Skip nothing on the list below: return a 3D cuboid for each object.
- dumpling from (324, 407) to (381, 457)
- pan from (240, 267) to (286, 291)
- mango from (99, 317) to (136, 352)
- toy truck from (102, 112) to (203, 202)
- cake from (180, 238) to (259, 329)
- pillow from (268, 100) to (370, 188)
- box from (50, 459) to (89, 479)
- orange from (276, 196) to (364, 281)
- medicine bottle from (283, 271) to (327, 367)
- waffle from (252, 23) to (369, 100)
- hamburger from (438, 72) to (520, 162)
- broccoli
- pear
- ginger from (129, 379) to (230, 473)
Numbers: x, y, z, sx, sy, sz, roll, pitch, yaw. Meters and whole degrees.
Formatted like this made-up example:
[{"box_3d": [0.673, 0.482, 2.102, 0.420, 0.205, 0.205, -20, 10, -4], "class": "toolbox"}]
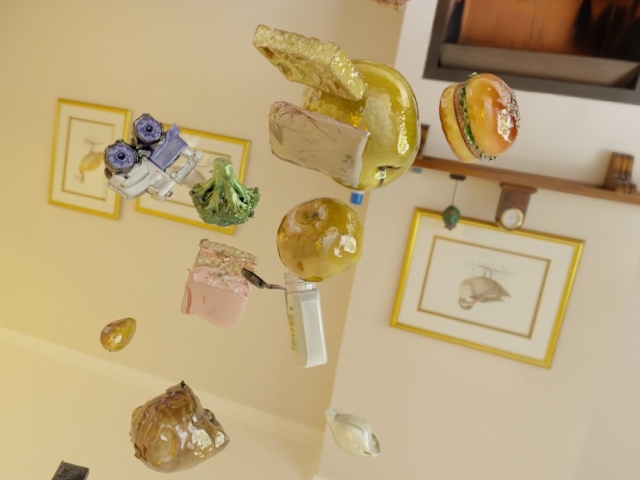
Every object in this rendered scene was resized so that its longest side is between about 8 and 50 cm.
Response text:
[{"box_3d": [0.122, 0.729, 1.707, 0.252, 0.131, 0.179, 30, -169, 6], "class": "dumpling"}, {"box_3d": [-0.214, 0.163, 1.681, 0.212, 0.040, 0.115, 30, -179, -31], "class": "pan"}, {"box_3d": [-0.562, 0.261, 1.239, 0.060, 0.080, 0.114, -5, -147, 21], "class": "mango"}, {"box_3d": [-0.415, -0.186, 1.089, 0.177, 0.213, 0.161, 42, 160, -16], "class": "toy truck"}, {"box_3d": [-0.466, 0.207, 2.066, 0.314, 0.293, 0.307, 15, -147, -11], "class": "cake"}, {"box_3d": [-0.010, -0.210, 0.982, 0.270, 0.173, 0.067, 27, -124, 25], "class": "pillow"}, {"box_3d": [-0.746, 0.758, 1.265, 0.090, 0.201, 0.144, 21, 178, -16], "class": "box"}, {"box_3d": [0.000, 0.000, 1.368, 0.279, 0.235, 0.279, -10, -137, 10], "class": "orange"}, {"box_3d": [-0.057, 0.267, 1.554, 0.124, 0.324, 0.179, -5, 179, -18], "class": "medicine bottle"}, {"box_3d": [-0.026, -0.421, 1.058, 0.274, 0.057, 0.168, 29, 180, 31], "class": "waffle"}, {"box_3d": [0.438, -0.331, 1.181, 0.170, 0.246, 0.246, -11, 172, 44], "class": "hamburger"}, {"box_3d": [-0.366, -0.185, 1.650, 0.269, 0.269, 0.254, 10, -140, 2], "class": "broccoli"}, {"box_3d": [0.109, -0.340, 1.286, 0.362, 0.362, 0.418, 3, -133, -37], "class": "pear"}, {"box_3d": [-0.412, 0.561, 1.275, 0.223, 0.269, 0.200, -37, -155, -23], "class": "ginger"}]
